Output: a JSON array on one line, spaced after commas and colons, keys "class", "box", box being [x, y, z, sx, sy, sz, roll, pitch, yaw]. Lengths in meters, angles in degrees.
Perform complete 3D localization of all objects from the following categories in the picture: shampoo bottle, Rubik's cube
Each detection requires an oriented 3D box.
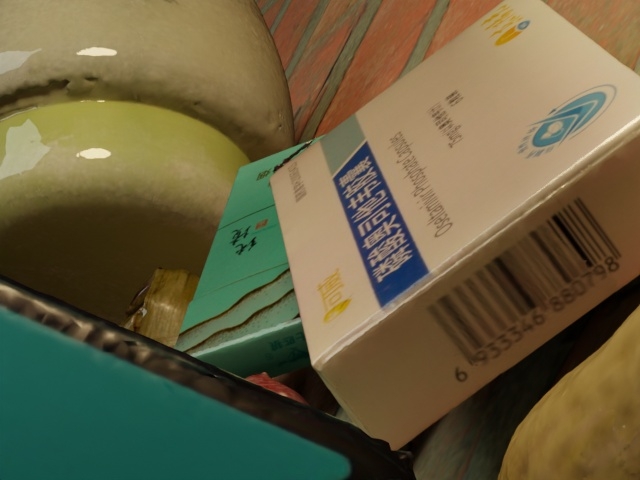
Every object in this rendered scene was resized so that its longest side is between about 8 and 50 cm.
[{"class": "shampoo bottle", "box": [-0.184, -0.106, 1.641, 0.322, 0.322, 0.317, -42, 42, 49]}, {"class": "Rubik's cube", "box": [-0.120, 0.180, 0.778, 0.246, 0.250, 0.248, 101, -167, -66]}]

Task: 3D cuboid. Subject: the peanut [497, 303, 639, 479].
[{"class": "peanut", "box": [0.138, 0.050, 0.554, 0.253, 0.122, 0.137, -54, 3, 33]}]

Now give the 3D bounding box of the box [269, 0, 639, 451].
[{"class": "box", "box": [0.074, -0.027, 0.978, 0.200, 0.065, 0.343, -37, 16, 6]}]

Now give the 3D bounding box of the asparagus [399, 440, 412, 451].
[{"class": "asparagus", "box": [0.022, 0.132, 0.986, 0.165, 0.030, 0.036, -60, 23, -12]}]

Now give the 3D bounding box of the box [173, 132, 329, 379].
[{"class": "box", "box": [0.000, 0.000, 1.220, 0.162, 0.041, 0.229, -20, 29, 24]}]

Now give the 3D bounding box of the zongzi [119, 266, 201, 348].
[{"class": "zongzi", "box": [-0.132, 0.190, 1.245, 0.260, 0.123, 0.289, -55, 17, 37]}]

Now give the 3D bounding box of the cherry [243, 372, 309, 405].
[{"class": "cherry", "box": [-0.051, 0.175, 1.042, 0.107, 0.090, 0.225, -19, 45, 43]}]
